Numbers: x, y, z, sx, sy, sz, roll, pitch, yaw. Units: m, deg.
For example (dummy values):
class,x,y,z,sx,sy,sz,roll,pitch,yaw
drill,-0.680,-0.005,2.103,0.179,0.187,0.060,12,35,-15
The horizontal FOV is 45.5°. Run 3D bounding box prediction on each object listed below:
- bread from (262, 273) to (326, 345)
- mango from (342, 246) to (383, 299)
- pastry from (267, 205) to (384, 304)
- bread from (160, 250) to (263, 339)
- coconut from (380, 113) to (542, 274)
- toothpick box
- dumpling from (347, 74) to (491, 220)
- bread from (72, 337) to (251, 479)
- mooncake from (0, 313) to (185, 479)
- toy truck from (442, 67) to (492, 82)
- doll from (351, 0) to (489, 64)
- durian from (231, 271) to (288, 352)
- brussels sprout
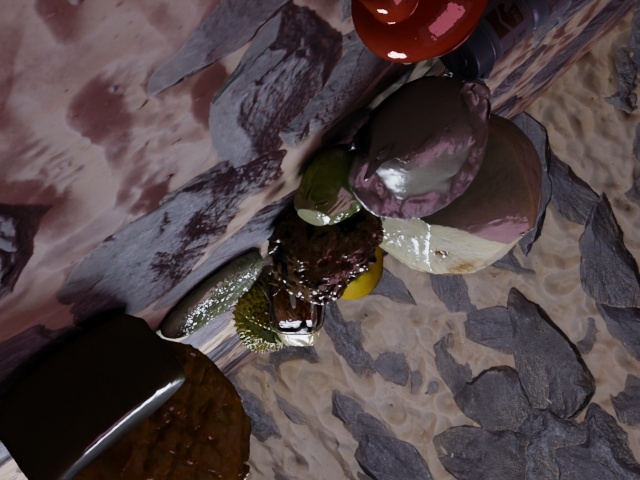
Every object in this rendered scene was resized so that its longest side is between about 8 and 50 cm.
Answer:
class,x,y,z,sx,sy,sz,roll,pitch,yaw
bread,-0.056,0.117,1.739,0.224,0.143,0.211,-84,170,-46
mango,0.073,0.032,1.870,0.173,0.211,0.317,-1,167,-3
pastry,0.000,0.000,1.527,0.275,0.193,0.275,-49,-165,18
bread,-0.216,0.118,1.577,0.267,0.040,0.267,-40,172,-7
coconut,0.273,-0.093,1.630,0.415,0.344,0.415,-43,174,-6
toothpick box,0.262,-0.330,1.176,0.153,0.101,0.101,-41,172,-11
dumpling,0.161,-0.158,1.263,0.293,0.163,0.204,-41,156,-10
bread,-0.320,0.392,1.494,0.215,0.398,0.398,-33,179,37
mooncake,-0.359,0.246,1.192,0.284,0.155,0.284,-42,173,-7
toy truck,0.246,-0.290,1.328,0.177,0.080,0.115,107,0,-57
doll,0.102,-0.254,0.762,0.161,0.130,0.290,-43,166,14
durian,-0.136,0.180,1.877,0.138,0.193,0.237,-18,170,21
brussels sprout,0.028,-0.094,1.302,0.155,0.118,0.155,-60,178,-3
